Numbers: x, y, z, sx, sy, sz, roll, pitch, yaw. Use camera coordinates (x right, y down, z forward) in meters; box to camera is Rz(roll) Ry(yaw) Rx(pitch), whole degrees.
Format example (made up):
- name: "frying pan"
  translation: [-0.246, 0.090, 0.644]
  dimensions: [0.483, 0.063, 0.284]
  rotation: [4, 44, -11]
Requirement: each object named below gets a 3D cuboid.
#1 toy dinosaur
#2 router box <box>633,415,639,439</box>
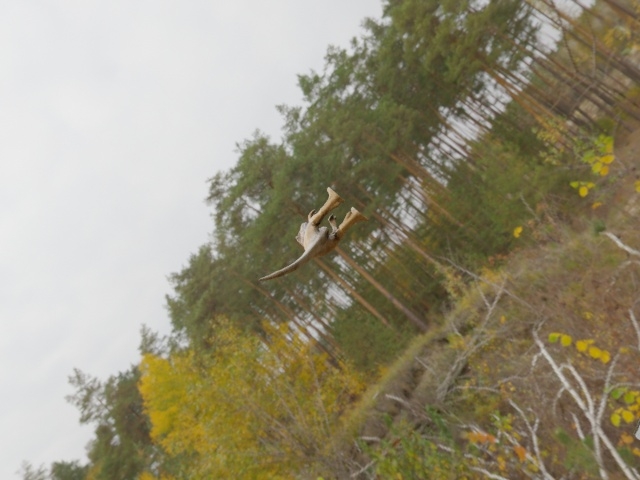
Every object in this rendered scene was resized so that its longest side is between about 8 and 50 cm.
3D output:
- name: "toy dinosaur"
  translation: [0.000, 0.000, 0.575]
  dimensions: [0.112, 0.064, 0.211]
  rotation: [-52, 2, 8]
- name: "router box"
  translation: [0.279, 0.106, 0.226]
  dimensions: [0.133, 0.179, 0.046]
  rotation: [-28, -50, -22]
